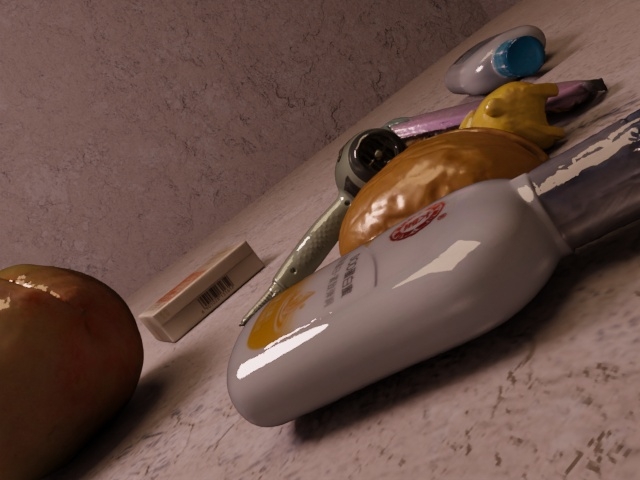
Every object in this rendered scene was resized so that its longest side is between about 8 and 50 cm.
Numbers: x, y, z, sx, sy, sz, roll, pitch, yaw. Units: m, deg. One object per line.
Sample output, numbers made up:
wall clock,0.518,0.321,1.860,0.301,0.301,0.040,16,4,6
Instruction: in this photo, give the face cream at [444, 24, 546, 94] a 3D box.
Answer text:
face cream,0.320,-0.322,1.055,0.163,0.080,0.336,-34,11,9

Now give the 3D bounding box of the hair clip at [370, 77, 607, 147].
hair clip,0.196,-0.152,0.749,0.359,0.110,0.095,-12,66,57

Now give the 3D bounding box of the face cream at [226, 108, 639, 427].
face cream,0.071,0.021,0.366,0.291,0.071,0.144,-30,12,26

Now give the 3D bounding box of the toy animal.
toy animal,0.171,-0.108,0.614,0.083,0.070,0.159,-1,-9,-15

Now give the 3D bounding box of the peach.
peach,-0.348,0.153,0.685,0.292,0.247,0.292,-20,-4,-2

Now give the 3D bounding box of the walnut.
walnut,0.091,-0.039,0.521,0.211,0.087,0.167,-32,12,20

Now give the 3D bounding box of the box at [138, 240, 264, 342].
box,-0.205,0.087,1.007,0.201,0.058,0.141,-42,12,-24

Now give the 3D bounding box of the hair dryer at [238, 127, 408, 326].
hair dryer,0.016,-0.013,0.707,0.267,0.092,0.229,-52,-7,12
